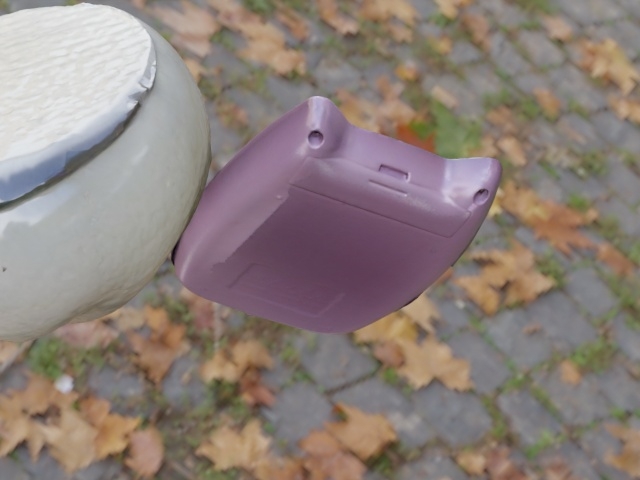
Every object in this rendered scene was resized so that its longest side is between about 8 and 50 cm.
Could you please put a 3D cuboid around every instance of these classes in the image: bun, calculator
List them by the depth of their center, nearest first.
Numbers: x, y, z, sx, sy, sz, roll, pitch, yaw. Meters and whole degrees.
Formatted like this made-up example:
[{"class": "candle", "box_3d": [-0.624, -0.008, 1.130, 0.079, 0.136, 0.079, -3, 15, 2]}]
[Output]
[{"class": "bun", "box_3d": [-0.127, -0.021, 0.698, 0.172, 0.120, 0.173, -12, 36, 9]}, {"class": "calculator", "box_3d": [0.000, 0.001, 1.173, 0.194, 0.294, 0.043, 18, 57, -18]}]
